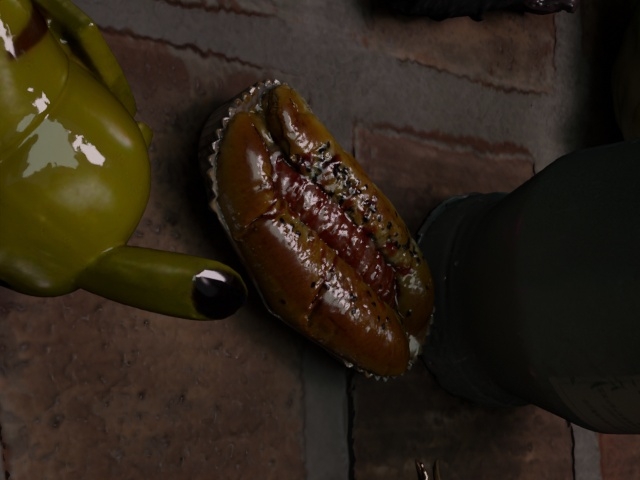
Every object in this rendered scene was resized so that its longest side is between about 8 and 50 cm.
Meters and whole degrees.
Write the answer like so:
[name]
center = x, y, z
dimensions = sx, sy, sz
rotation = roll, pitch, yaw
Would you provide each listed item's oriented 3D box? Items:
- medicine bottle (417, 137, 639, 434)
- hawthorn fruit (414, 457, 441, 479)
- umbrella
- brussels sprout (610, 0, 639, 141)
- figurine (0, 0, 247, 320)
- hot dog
[medicine bottle]
center = 0.239, 0.038, 1.078
dimensions = 0.245, 0.290, 0.245
rotation = 5, 82, -42
[hawthorn fruit]
center = 0.118, 0.312, 0.966
dimensions = 0.276, 0.276, 0.308
rotation = 9, 64, -41
[umbrella]
center = 0.181, -0.249, 1.198
dimensions = 0.326, 0.094, 0.090
rotation = -13, 100, -43
[brussels sprout]
center = 0.435, -0.149, 1.311
dimensions = 0.273, 0.242, 0.317
rotation = 22, 71, -32
[figurine]
center = -0.203, -0.083, 0.788
dimensions = 0.169, 0.218, 0.327
rotation = -34, 121, 3
[hot dog]
center = 0.000, 0.000, 1.012
dimensions = 0.268, 0.075, 0.144
rotation = 52, 52, -27
